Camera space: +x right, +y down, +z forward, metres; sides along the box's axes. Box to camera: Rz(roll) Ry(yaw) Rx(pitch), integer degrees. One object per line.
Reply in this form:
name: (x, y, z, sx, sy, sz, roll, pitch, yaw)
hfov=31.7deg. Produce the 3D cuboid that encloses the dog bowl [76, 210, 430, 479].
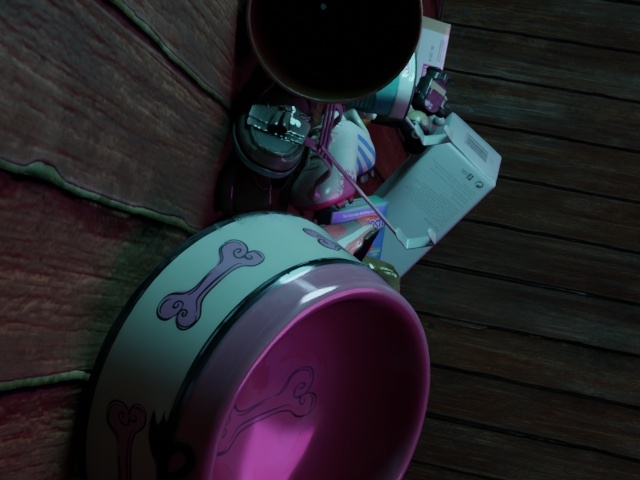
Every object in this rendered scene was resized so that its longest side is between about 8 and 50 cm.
dog bowl: (-0.045, 0.183, 1.187, 0.408, 0.150, 0.408, -23, 123, -40)

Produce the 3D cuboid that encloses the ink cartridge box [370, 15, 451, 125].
ink cartridge box: (0.195, -0.374, 2.532, 0.193, 0.088, 0.235, -167, -92, -67)

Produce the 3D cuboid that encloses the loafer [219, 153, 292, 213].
loafer: (-0.070, -0.100, 1.504, 0.220, 0.078, 0.080, -68, 166, -49)

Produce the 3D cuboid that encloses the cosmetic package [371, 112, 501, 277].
cosmetic package: (0.196, -0.068, 2.393, 0.385, 0.156, 0.217, -44, -174, 22)

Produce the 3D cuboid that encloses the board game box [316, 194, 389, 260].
board game box: (0.053, 0.023, 2.262, 0.160, 0.047, 0.210, -12, 118, -40)

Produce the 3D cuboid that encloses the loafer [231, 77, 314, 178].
loafer: (-0.051, -0.173, 1.453, 0.267, 0.096, 0.084, -80, -164, -61)

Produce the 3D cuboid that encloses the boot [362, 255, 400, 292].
boot: (0.060, 0.175, 1.875, 0.112, 0.115, 0.305, 72, 30, -80)

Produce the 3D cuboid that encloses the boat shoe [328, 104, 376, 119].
boat shoe: (0.064, -0.333, 2.005, 0.302, 0.094, 0.109, 88, 16, -56)

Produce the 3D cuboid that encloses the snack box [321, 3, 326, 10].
snack box: (0.036, -0.451, 1.764, 0.207, 0.070, 0.175, 64, 39, -74)

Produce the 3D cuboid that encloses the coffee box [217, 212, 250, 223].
coffee box: (-0.103, 0.079, 1.388, 0.297, 0.118, 0.168, -46, 146, -73)

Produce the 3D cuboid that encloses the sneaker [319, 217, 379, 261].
sneaker: (-0.018, 0.012, 1.675, 0.116, 0.136, 0.314, -61, 167, 28)

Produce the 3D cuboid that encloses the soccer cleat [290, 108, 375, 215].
soccer cleat: (0.012, -0.143, 1.947, 0.331, 0.116, 0.143, -50, 127, -68)

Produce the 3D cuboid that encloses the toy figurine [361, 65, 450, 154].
toy figurine: (0.144, -0.268, 2.226, 0.209, 0.213, 0.148, 75, 38, -77)

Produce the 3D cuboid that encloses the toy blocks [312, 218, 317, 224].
toy blocks: (0.000, 0.000, 1.840, 0.123, 0.148, 0.054, -45, 145, -75)

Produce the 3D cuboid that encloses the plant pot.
plant pot: (0.014, -0.317, 1.467, 0.230, 0.215, 0.215, -93, -171, -65)

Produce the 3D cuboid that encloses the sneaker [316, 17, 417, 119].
sneaker: (0.040, -0.292, 1.680, 0.295, 0.178, 0.124, -92, -165, -51)

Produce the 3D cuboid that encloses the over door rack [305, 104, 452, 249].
over door rack: (0.068, -0.153, 1.817, 0.324, 0.108, 0.240, 36, 52, -35)
